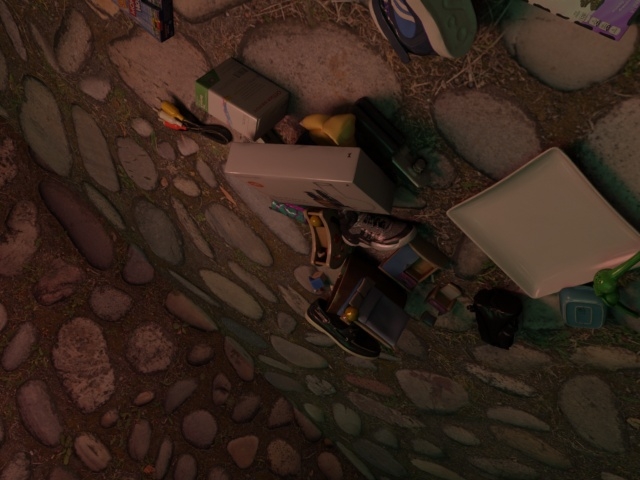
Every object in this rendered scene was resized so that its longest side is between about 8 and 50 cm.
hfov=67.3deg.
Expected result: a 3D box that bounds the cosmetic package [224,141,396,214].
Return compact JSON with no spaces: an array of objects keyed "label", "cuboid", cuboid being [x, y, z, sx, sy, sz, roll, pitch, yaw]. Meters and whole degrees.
[{"label":"cosmetic package","cuboid":[-0.020,-0.166,1.299,0.378,0.097,0.284,8,169,28]}]

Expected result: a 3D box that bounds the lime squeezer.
[{"label":"lime squeezer","cuboid":[0.681,0.102,1.100,0.110,0.058,0.310,-24,136,7]}]

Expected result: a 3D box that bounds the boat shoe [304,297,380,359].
[{"label":"boat shoe","cuboid":[0.104,0.339,1.903,0.340,0.127,0.113,35,122,11]}]

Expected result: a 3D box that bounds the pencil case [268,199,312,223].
[{"label":"pencil case","cuboid":[-0.095,-0.108,1.623,0.152,0.064,0.070,22,167,22]}]

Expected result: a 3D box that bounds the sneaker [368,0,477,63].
[{"label":"sneaker","cuboid":[0.139,-0.476,0.869,0.236,0.130,0.323,39,174,44]}]

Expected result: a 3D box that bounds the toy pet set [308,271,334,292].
[{"label":"toy pet set","cuboid":[0.009,0.180,1.852,0.122,0.065,0.114,0,129,42]}]

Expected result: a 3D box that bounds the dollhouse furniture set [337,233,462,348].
[{"label":"dollhouse furniture set","cuboid":[0.254,0.183,1.421,0.286,0.303,0.198,38,146,1]}]

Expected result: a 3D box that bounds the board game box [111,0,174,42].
[{"label":"board game box","cuboid":[-0.510,-0.694,1.350,0.194,0.060,0.194,32,145,9]}]

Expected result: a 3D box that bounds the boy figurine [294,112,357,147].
[{"label":"boy figurine","cuboid":[0.025,-0.257,1.254,0.177,0.092,0.285,43,167,-15]}]

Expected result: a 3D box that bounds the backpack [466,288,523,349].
[{"label":"backpack","cuboid":[0.522,0.231,1.394,0.152,0.115,0.181,22,144,42]}]

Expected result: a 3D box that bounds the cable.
[{"label":"cable","cuboid":[-0.436,-0.376,1.631,0.287,0.072,0.139,33,150,9]}]

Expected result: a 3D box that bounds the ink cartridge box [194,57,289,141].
[{"label":"ink cartridge box","cuboid":[-0.216,-0.392,1.336,0.213,0.154,0.093,32,145,11]}]

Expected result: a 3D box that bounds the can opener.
[{"label":"can opener","cuboid":[0.172,-0.236,1.225,0.280,0.074,0.093,45,146,-9]}]

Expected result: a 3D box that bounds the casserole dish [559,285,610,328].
[{"label":"casserole dish","cuboid":[0.670,0.176,1.223,0.114,0.036,0.188,2,145,29]}]

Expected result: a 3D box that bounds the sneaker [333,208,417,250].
[{"label":"sneaker","cuboid":[0.148,-0.057,1.423,0.269,0.101,0.153,3,134,44]}]

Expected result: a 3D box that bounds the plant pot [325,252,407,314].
[{"label":"plant pot","cuboid":[0.165,0.183,1.618,0.231,0.215,0.215,22,144,0]}]

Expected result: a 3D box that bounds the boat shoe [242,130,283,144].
[{"label":"boat shoe","cuboid":[-0.203,-0.328,1.463,0.081,0.079,0.227,-16,121,45]}]

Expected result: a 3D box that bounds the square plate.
[{"label":"square plate","cuboid":[0.535,-0.028,1.147,0.344,0.049,0.347,44,145,-6]}]

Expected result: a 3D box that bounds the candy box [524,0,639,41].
[{"label":"candy box","cuboid":[0.433,-0.439,0.758,0.196,0.070,0.164,31,145,12]}]

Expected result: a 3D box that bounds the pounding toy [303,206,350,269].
[{"label":"pounding toy","cuboid":[0.000,0.000,1.580,0.155,0.154,0.269,8,134,37]}]
